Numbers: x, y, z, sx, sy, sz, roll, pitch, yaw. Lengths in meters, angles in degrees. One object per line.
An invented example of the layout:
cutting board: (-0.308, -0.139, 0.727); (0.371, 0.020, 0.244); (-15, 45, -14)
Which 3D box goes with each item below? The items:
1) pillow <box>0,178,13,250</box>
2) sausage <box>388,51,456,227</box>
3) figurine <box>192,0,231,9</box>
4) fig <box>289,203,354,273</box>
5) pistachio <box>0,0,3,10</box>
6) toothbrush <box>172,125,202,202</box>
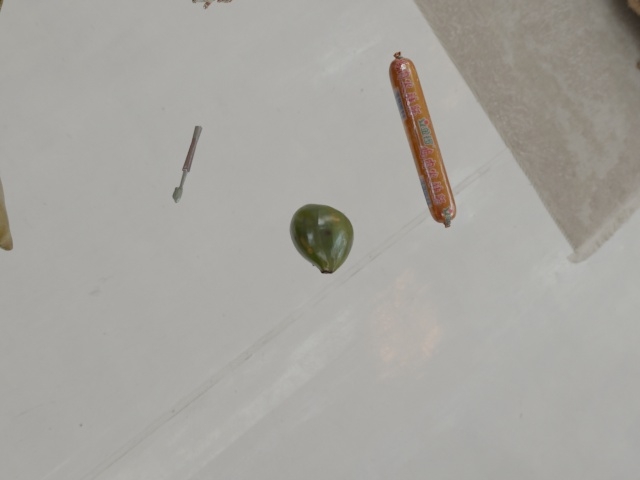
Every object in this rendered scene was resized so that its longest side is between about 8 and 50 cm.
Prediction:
pillow: (-0.376, -0.148, 0.311); (0.119, 0.312, 0.309); (-26, 86, -9)
sausage: (0.193, -0.190, 0.792); (0.054, 0.053, 0.347); (-17, 91, -16)
figurine: (-0.204, -0.467, 0.780); (0.047, 0.064, 0.109); (38, 42, 0)
fig: (0.000, 0.000, 1.292); (0.203, 0.203, 0.224); (5, 65, -15)
pistachio: (-0.716, -0.447, 0.818); (0.136, 0.136, 0.225); (34, 88, -11)
toothbrush: (-0.277, -0.163, 0.870); (0.014, 0.017, 0.194); (2, 61, 11)
